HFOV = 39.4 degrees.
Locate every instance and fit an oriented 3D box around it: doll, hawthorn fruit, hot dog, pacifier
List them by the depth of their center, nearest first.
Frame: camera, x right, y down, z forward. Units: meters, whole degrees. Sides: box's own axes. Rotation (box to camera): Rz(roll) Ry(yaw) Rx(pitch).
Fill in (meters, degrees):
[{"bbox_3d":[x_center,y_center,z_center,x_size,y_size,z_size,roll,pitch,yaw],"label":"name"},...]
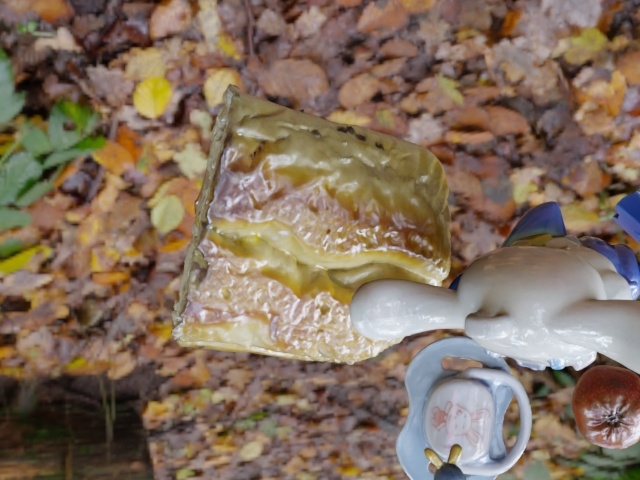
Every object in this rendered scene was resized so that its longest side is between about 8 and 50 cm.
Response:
[{"bbox_3d":[0.281,0.075,1.105,0.376,0.187,0.365,25,-156,29],"label":"doll"},{"bbox_3d":[0.000,0.000,1.247,0.365,0.196,0.367,12,109,-15],"label":"hot dog"},{"bbox_3d":[0.209,0.421,1.462,0.102,0.179,0.089,-5,-178,-11],"label":"doll"},{"bbox_3d":[0.253,0.318,1.654,0.238,0.287,0.226,5,179,-6],"label":"pacifier"},{"bbox_3d":[0.649,0.363,2.014,0.179,0.179,0.200,-12,-167,10],"label":"hawthorn fruit"}]

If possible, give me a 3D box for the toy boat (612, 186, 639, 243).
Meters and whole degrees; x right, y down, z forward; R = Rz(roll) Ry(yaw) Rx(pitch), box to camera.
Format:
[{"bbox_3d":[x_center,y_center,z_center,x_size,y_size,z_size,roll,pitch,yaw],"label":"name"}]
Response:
[{"bbox_3d":[0.564,0.031,1.295,0.088,0.295,0.129,-44,160,0],"label":"toy boat"}]
